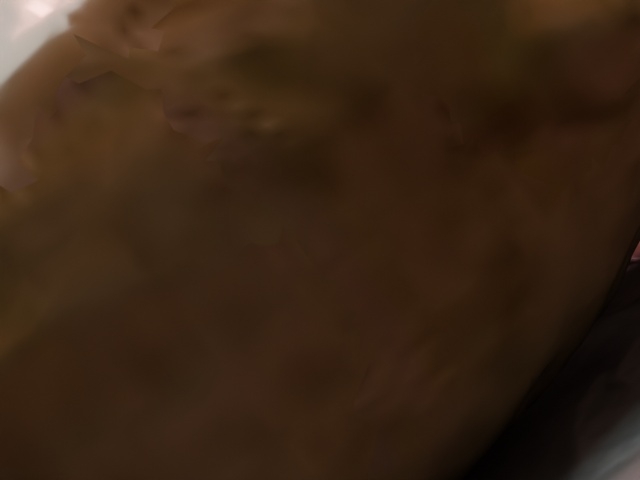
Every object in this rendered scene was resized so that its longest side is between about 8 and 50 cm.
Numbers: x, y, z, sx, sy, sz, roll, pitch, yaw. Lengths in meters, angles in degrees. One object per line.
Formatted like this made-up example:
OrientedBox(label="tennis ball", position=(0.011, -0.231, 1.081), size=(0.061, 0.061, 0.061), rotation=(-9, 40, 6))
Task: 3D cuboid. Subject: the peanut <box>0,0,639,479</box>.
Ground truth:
OrientedBox(label="peanut", position=(-0.078, 0.035, 0.448), size=(0.387, 0.169, 0.192), rotation=(-34, 7, 13))
